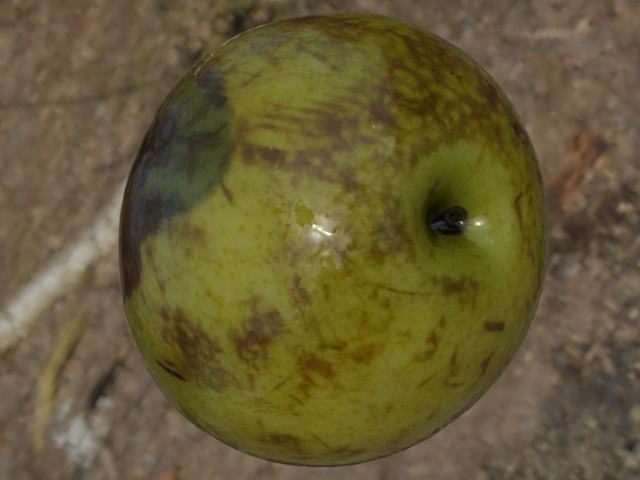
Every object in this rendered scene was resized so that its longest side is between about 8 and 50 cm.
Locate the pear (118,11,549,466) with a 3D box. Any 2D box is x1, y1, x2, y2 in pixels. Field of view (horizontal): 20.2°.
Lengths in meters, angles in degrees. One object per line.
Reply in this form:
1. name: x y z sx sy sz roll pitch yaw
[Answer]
1. pear: 0.000 0.000 1.091 0.283 0.283 0.283 -34 38 32
